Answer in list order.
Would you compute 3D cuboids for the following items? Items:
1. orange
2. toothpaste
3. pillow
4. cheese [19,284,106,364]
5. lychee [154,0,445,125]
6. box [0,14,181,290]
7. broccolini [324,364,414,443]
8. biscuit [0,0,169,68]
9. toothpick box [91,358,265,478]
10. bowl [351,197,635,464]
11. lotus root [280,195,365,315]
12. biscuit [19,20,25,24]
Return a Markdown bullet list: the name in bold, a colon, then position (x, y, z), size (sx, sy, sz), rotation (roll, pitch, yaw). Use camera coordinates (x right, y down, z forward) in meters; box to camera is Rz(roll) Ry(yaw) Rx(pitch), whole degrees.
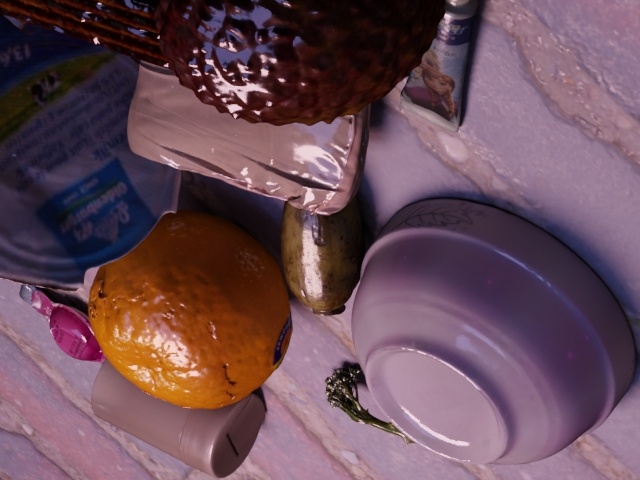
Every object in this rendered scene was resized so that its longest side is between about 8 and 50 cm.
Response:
- **orange**: position (-0.135, 0.071, 2.083), size (0.219, 0.193, 0.219), rotation (9, 149, 5)
- **toothpaste**: position (0.108, -0.164, 1.704), size (0.062, 0.037, 0.216), rotation (30, 151, 11)
- **pillow**: position (-0.070, -0.126, 1.874), size (0.270, 0.067, 0.173), rotation (19, 120, 27)
- **cheese**: position (-0.317, 0.102, 2.435), size (0.145, 0.038, 0.095), rotation (40, 146, 10)
- **lychee**: position (-0.019, -0.215, 1.577), size (0.260, 0.260, 0.260), rotation (26, 145, 20)
- **box**: position (-0.313, -0.089, 2.033), size (0.291, 0.262, 0.206), rotation (52, 157, -8)
- **broccolini**: position (0.083, 0.199, 2.152), size (0.194, 0.052, 0.054), rotation (28, 149, 15)
- **biscuit**: position (-0.181, -0.232, 1.807), size (0.388, 0.107, 0.073), rotation (20, 136, 19)
- **toothpick box**: position (-0.169, 0.199, 2.342), size (0.180, 0.111, 0.111), rotation (23, 144, 25)
- **bowl**: position (0.145, 0.111, 1.902), size (0.287, 0.144, 0.287), rotation (26, 145, 20)
- **lotus root**: position (0.000, 0.000, 1.957), size (0.080, 0.089, 0.179), rotation (5, 126, 15)
- **biscuit**: position (-0.324, -0.302, 1.959), size (0.249, 0.030, 0.160), rotation (45, 147, -9)
